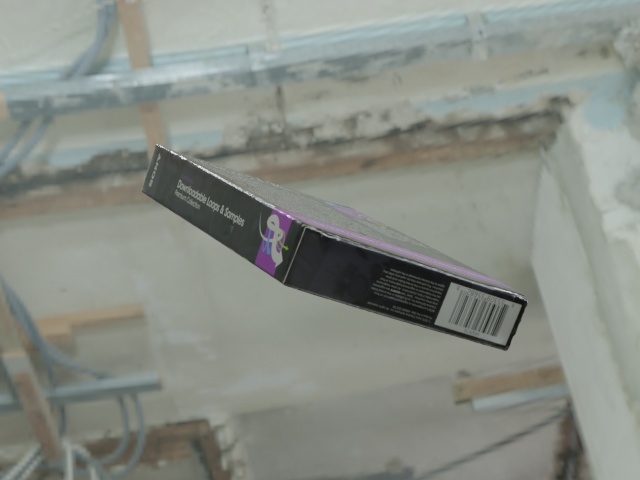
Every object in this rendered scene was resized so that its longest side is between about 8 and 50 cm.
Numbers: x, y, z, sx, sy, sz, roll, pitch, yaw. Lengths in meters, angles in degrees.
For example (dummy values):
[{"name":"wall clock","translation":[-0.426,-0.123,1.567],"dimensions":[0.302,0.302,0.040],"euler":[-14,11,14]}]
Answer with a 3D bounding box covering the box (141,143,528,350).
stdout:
[{"name":"box","translation":[0.000,0.000,0.586],"dimensions":[0.116,0.162,0.029],"euler":[18,-83,-30]}]
